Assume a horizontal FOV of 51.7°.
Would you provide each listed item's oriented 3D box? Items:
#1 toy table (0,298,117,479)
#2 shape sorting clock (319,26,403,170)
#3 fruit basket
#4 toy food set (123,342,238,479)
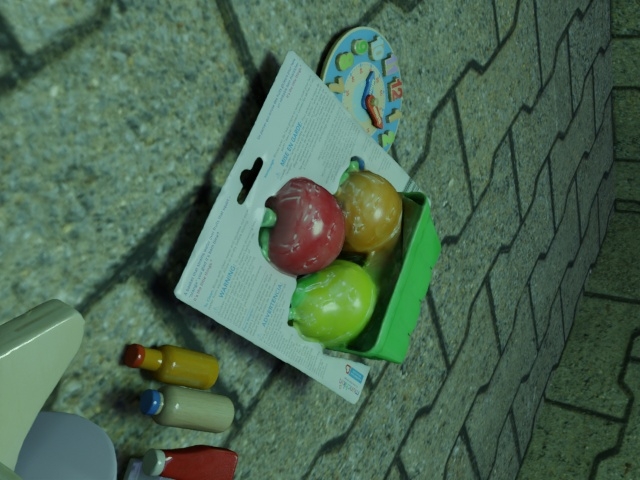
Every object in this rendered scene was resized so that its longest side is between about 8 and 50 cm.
[{"bbox_3d":[-0.252,0.154,0.411,0.274,0.252,0.161,-51,155,-56],"label":"toy table"},{"bbox_3d":[0.063,-0.200,0.951,0.206,0.040,0.206,-18,112,-54],"label":"shape sorting clock"},{"bbox_3d":[0.000,0.000,0.842,0.353,0.165,0.327,36,66,-37],"label":"fruit basket"},{"bbox_3d":[-0.161,0.225,0.658,0.104,0.111,0.232,25,77,-43],"label":"toy food set"}]
